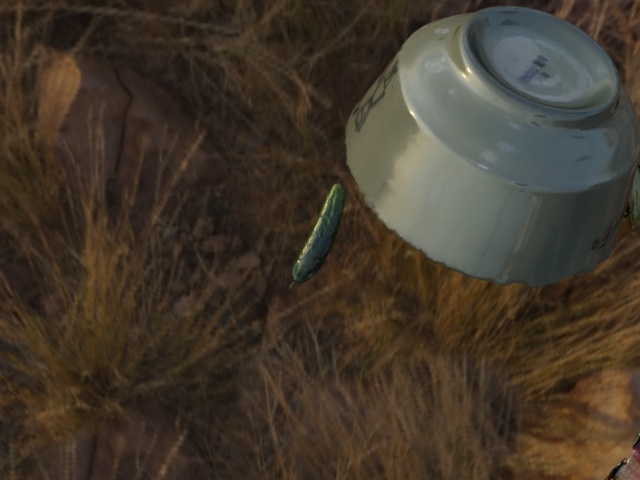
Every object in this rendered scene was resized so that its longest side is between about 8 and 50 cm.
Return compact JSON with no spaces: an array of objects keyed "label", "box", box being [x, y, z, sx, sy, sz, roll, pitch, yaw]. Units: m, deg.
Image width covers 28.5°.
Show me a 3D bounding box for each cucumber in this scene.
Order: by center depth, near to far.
[{"label":"cucumber","box":[0.000,0.000,1.728,0.039,0.039,0.168,27,106,9]}]

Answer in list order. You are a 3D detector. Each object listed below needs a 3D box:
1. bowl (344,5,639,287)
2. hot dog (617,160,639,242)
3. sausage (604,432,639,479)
[{"label":"bowl","box":[0.129,-0.083,0.855,0.211,0.112,0.211,10,44,-10]},{"label":"hot dog","box":[0.265,-0.034,1.265,0.269,0.072,0.109,-21,101,-33]},{"label":"sausage","box":[0.300,0.224,0.812,0.083,0.083,0.264,-41,67,-16]}]
